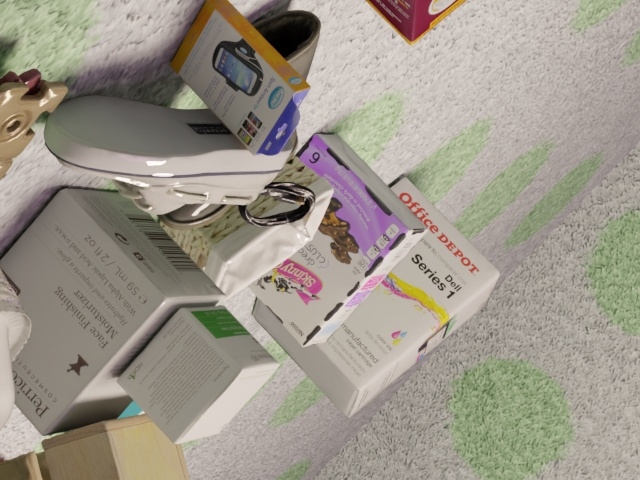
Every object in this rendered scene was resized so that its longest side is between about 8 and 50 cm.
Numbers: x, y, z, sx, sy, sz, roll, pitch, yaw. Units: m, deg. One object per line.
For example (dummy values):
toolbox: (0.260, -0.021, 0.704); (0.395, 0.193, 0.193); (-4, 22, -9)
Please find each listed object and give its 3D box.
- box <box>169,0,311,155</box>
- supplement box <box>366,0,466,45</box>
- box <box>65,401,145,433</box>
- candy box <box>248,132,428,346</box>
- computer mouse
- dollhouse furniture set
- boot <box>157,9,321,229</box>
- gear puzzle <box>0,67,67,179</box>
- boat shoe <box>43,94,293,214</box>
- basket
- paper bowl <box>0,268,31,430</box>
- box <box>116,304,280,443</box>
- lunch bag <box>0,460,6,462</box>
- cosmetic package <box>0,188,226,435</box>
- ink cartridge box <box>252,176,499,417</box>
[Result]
box: (-0.066, -0.139, 1.504); (0.028, 0.136, 0.081); (-26, 158, -50)
supplement box: (0.102, -0.284, 1.661); (0.104, 0.081, 0.188); (-40, 165, -12)
box: (-0.212, 0.188, 2.195); (0.244, 0.060, 0.100); (-36, 164, -27)
candy box: (0.000, 0.000, 2.023); (0.196, 0.165, 0.070); (-49, 164, 18)
computer mouse: (-0.102, -0.065, 1.639); (0.242, 0.041, 0.071); (21, 107, -41)
dollhouse furniture set: (-0.315, 0.345, 1.680); (0.394, 0.256, 0.362); (-18, 173, 17)
boot: (-0.081, -0.115, 1.665); (0.189, 0.076, 0.208); (-41, 168, -22)
gear puzzle: (-0.335, -0.060, 1.211); (0.175, 0.044, 0.339); (-48, 162, 25)
boat shoe: (-0.140, -0.068, 1.510); (0.267, 0.096, 0.088); (-5, 131, -52)
basket: (-0.086, -0.023, 1.850); (0.167, 0.103, 0.113); (-35, 163, -32)
paper bowl: (-0.358, 0.123, 1.357); (0.284, 0.148, 0.284); (-33, 168, -8)
box: (-0.114, 0.124, 1.609); (0.102, 0.087, 0.101); (-47, 165, 13)
lunch bag: (-0.403, 0.383, 2.111); (0.258, 0.120, 0.293); (-41, 165, -11)
cosmetic package: (-0.222, 0.067, 1.638); (0.184, 0.151, 0.151); (-48, 165, 12)
ink cartridge box: (0.078, 0.075, 2.372); (0.278, 0.201, 0.117); (-37, 165, -23)
